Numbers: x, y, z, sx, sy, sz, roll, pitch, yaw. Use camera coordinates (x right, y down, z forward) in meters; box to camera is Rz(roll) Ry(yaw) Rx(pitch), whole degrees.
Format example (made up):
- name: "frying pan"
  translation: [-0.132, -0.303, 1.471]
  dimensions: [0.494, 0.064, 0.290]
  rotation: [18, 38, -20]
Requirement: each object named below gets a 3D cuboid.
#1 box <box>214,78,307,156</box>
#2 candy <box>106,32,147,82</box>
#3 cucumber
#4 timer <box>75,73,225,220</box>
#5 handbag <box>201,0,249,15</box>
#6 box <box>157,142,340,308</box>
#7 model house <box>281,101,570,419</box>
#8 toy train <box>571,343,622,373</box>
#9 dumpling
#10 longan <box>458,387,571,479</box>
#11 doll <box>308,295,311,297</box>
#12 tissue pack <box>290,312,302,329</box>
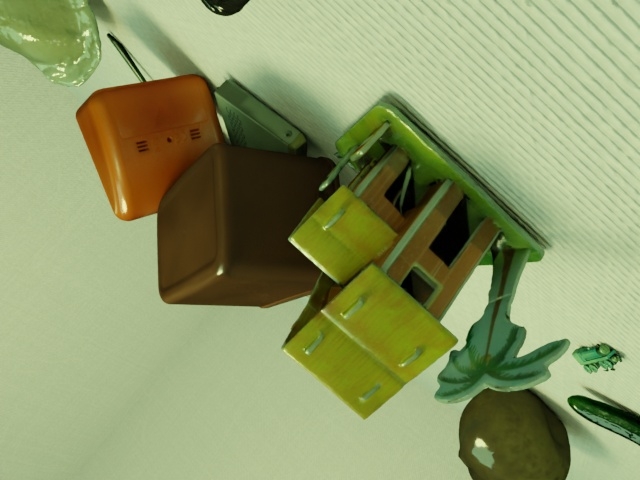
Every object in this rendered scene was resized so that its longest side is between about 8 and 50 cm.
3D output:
- name: "box"
  translation: [-0.115, -0.198, 0.965]
  dimensions: [0.210, 0.045, 0.270]
  rotation: [37, 167, 8]
- name: "candy"
  translation: [-0.436, -0.379, 1.209]
  dimensions: [0.097, 0.097, 0.324]
  rotation: [25, 153, 46]
- name: "cucumber"
  translation: [0.611, 0.369, 0.879]
  dimensions: [0.284, 0.056, 0.056]
  rotation: [26, 162, 31]
- name: "timer"
  translation: [-0.327, -0.191, 0.970]
  dimensions: [0.161, 0.257, 0.250]
  rotation: [4, 113, 58]
- name: "handbag"
  translation: [-0.153, -0.358, 0.445]
  dimensions: [0.275, 0.088, 0.244]
  rotation: [43, 171, -21]
- name: "box"
  translation: [-0.144, -0.011, 0.873]
  dimensions: [0.229, 0.240, 0.339]
  rotation: [5, 161, -36]
- name: "model house"
  translation: [0.090, 0.042, 0.588]
  dimensions: [0.300, 0.324, 0.340]
  rotation: [40, 167, -10]
- name: "toy train"
  translation: [0.452, 0.191, 0.769]
  dimensions: [0.045, 0.029, 0.092]
  rotation: [52, 167, 17]
- name: "dumpling"
  translation: [-0.606, -0.489, 0.969]
  dimensions: [0.269, 0.212, 0.320]
  rotation: [23, 171, 42]
- name: "longan"
  translation: [0.515, 0.542, 1.273]
  dimensions: [0.350, 0.288, 0.288]
  rotation: [54, 162, -24]
- name: "doll"
  translation: [0.000, 0.000, 1.017]
  dimensions: [0.221, 0.221, 0.251]
  rotation: [35, 140, 16]
- name: "tissue pack"
  translation: [0.091, 0.179, 1.170]
  dimensions: [0.194, 0.275, 0.145]
  rotation: [29, 164, 36]
